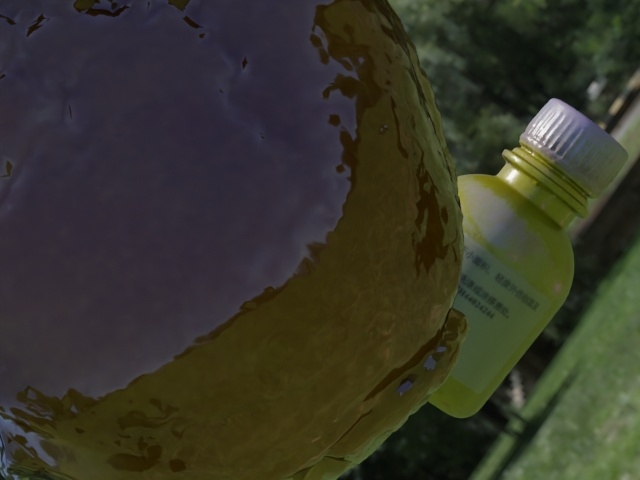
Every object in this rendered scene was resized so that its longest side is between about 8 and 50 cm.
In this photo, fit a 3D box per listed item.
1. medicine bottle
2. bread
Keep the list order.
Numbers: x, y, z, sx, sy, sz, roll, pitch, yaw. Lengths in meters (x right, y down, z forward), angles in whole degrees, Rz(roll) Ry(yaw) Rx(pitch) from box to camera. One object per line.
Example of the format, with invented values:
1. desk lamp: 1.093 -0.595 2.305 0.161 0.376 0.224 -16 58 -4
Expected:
1. medicine bottle: 0.118 0.005 1.061 0.212 0.122 0.122 -52 -8 4
2. bread: -0.101 -0.068 0.607 0.236 0.388 0.183 -34 -14 -24
